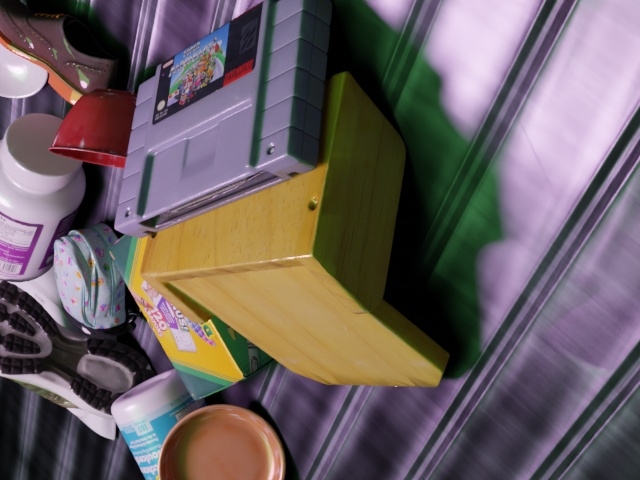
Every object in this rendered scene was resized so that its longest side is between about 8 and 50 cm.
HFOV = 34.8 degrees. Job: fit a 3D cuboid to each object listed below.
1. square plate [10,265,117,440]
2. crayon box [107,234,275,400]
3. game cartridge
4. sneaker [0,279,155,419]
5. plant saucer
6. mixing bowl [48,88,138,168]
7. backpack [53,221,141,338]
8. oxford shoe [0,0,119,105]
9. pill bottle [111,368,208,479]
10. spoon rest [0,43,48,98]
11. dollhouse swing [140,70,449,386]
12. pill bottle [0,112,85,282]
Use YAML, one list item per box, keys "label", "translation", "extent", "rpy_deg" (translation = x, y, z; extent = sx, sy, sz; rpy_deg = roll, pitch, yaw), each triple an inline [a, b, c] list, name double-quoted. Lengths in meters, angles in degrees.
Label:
- label: "square plate"
  translation: [-0.519, 0.184, 1.976]
  extent: [0.347, 0.049, 0.344]
  rpy_deg: [33, 134, 28]
- label: "crayon box"
  translation: [-0.195, 0.092, 1.556]
  extent: [0.165, 0.081, 0.278]
  rpy_deg: [-30, 90, 51]
- label: "game cartridge"
  translation: [-0.129, -0.150, 1.251]
  extent: [0.355, 0.068, 0.230]
  rpy_deg: [-18, 63, 45]
- label: "sneaker"
  translation: [-0.504, 0.211, 1.795]
  extent: [0.410, 0.158, 0.182]
  rpy_deg: [32, 147, -13]
- label: "plant saucer"
  translation: [-0.155, 0.355, 1.616]
  extent: [0.200, 0.200, 0.037]
  rpy_deg: [64, 175, -5]
- label: "mixing bowl"
  translation: [-0.289, -0.159, 1.458]
  extent: [0.181, 0.181, 0.098]
  rpy_deg: [5, 86, 45]
- label: "backpack"
  translation: [-0.378, 0.063, 1.705]
  extent: [0.152, 0.115, 0.182]
  rpy_deg: [34, 131, 32]
- label: "oxford shoe"
  translation: [-0.401, -0.309, 1.538]
  extent: [0.271, 0.097, 0.098]
  rpy_deg: [39, 119, 14]
- label: "pill bottle"
  translation: [-0.228, 0.356, 1.700]
  extent: [0.146, 0.146, 0.264]
  rpy_deg: [-22, 96, 50]
- label: "spoon rest"
  translation: [-0.564, -0.312, 1.613]
  extent: [0.276, 0.084, 0.137]
  rpy_deg: [28, 134, -16]
- label: "dollhouse swing"
  translation: [0.000, 0.000, 1.316]
  extent: [0.347, 0.305, 0.315]
  rpy_deg: [-9, 65, 49]
- label: "pill bottle"
  translation: [-0.486, -0.071, 1.693]
  extent: [0.169, 0.169, 0.301]
  rpy_deg: [51, 139, 11]
